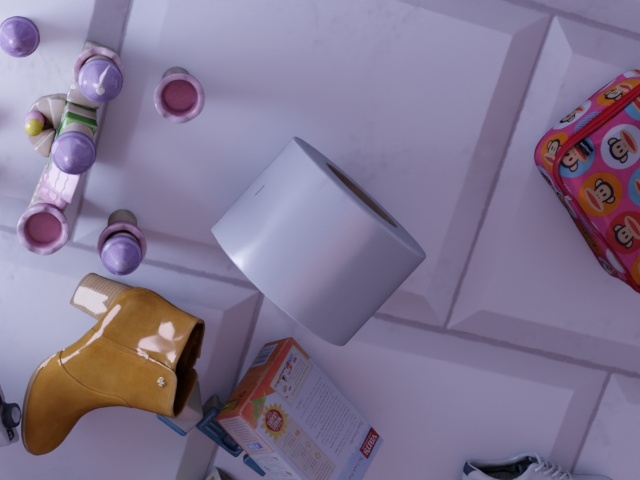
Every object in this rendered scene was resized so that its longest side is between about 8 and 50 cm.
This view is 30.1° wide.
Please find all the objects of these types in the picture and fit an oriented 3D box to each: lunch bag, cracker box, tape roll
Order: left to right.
[{"bbox_3d":[-0.027,0.278,1.741,0.067,0.155,0.232,-20,117,46],"label":"cracker box"},{"bbox_3d":[0.000,0.000,1.606,0.246,0.246,0.169,41,98,-18],"label":"tape roll"},{"bbox_3d":[0.480,-0.094,1.724,0.258,0.120,0.293,-39,111,0],"label":"lunch bag"}]

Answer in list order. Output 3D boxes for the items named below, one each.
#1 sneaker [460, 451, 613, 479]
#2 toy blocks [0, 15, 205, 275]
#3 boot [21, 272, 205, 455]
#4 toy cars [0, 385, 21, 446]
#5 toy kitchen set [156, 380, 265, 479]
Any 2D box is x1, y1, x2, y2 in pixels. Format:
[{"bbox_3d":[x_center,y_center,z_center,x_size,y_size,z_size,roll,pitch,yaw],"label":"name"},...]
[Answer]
[{"bbox_3d":[0.345,0.382,1.862,0.258,0.094,0.091,-2,112,-8],"label":"sneaker"},{"bbox_3d":[-0.332,-0.118,1.507,0.309,0.260,0.288,19,104,-14],"label":"toy blocks"},{"bbox_3d":[-0.287,0.207,1.653,0.211,0.104,0.295,26,99,25],"label":"boot"},{"bbox_3d":[-0.534,0.299,1.664,0.176,0.087,0.393,28,114,-3],"label":"toy cars"},{"bbox_3d":[-0.189,0.319,1.743,0.207,0.122,0.166,40,98,-18],"label":"toy kitchen set"}]
